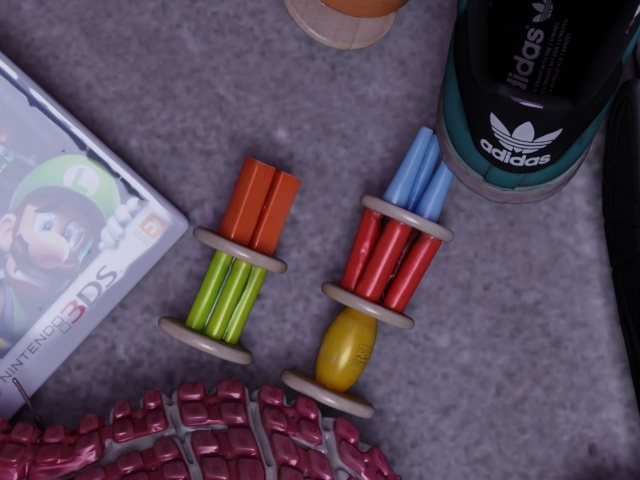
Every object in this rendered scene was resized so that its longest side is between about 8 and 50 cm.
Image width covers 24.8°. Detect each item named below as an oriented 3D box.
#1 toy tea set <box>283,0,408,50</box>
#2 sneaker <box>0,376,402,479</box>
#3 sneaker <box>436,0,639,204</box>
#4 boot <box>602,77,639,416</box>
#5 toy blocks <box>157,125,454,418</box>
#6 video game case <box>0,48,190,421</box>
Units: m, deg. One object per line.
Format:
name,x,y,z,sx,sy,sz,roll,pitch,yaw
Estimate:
toy tea set,-0.078,-0.234,0.741,0.200,0.124,0.336,-26,84,-28
sneaker,-0.102,0.144,0.719,0.299,0.120,0.112,0,132,10
sneaker,0.128,-0.171,0.696,0.108,0.121,0.302,12,79,0
boot,0.242,0.024,0.720,0.179,0.085,0.236,-11,95,0
toy blocks,0.000,0.000,0.743,0.123,0.054,0.148,24,90,2
video game case,-0.192,-0.008,0.737,0.190,0.022,0.173,43,91,-17
